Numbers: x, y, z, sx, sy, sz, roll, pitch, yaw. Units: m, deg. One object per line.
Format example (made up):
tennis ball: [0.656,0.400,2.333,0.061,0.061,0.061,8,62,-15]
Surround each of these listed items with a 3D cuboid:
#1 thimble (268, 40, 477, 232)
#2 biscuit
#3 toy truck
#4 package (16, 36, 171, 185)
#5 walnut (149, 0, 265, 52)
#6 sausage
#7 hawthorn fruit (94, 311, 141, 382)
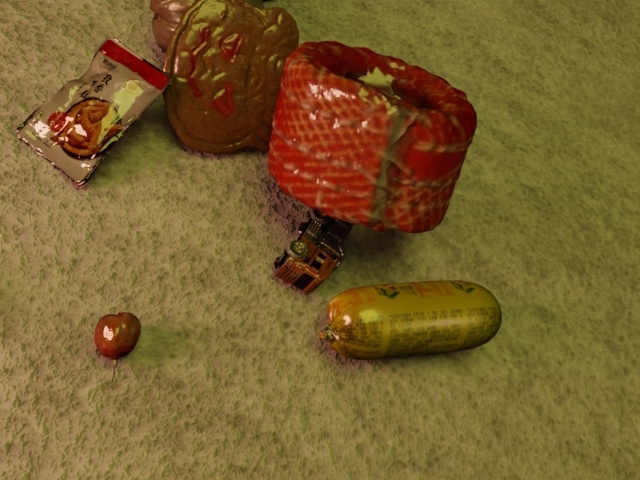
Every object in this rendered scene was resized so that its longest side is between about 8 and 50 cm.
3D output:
thimble: [0.077,-0.180,1.246,0.350,0.231,0.350,13,27,-7]
biscuit: [-0.152,-0.288,1.310,0.257,0.049,0.273,3,102,-25]
toy truck: [0.000,0.000,1.273,0.092,0.083,0.192,36,54,-5]
package: [-0.375,-0.220,1.235,0.154,0.030,0.239,37,77,12]
walnut: [-0.204,-0.415,1.378,0.230,0.178,0.178,-12,67,-27]
sausage: [0.159,0.130,1.235,0.347,0.123,0.123,-2,63,-23]
hawthorn fruit: [-0.297,0.156,1.084,0.066,0.067,0.103,2,73,-20]
